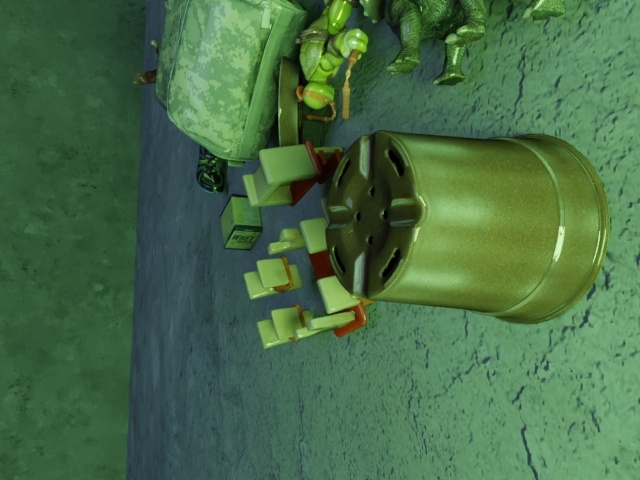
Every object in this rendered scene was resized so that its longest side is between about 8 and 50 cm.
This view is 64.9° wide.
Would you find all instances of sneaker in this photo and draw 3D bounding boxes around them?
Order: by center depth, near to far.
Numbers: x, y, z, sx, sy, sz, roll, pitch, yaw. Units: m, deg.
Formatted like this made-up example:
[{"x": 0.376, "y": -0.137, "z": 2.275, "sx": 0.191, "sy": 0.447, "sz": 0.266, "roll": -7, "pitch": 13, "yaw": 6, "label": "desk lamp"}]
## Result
[{"x": -0.269, "y": -0.196, "z": 1.238, "sx": 0.078, "sy": 0.067, "sz": 0.188, "roll": 125, "pitch": 142, "yaw": -54, "label": "sneaker"}]

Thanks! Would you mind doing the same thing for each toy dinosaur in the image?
[{"x": 0.124, "y": -0.242, "z": 0.444, "sx": 0.313, "sy": 0.121, "sz": 0.160, "roll": -22, "pitch": 74, "yaw": 63, "label": "toy dinosaur"}]

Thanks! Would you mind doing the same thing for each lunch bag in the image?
[{"x": -0.152, "y": -0.317, "z": 0.893, "sx": 0.256, "sy": 0.213, "sz": 0.305, "roll": 48, "pitch": 128, "yaw": 41, "label": "lunch bag"}]

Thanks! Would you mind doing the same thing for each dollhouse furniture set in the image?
[{"x": 0.000, "y": 0.000, "z": 0.683, "sx": 0.262, "sy": 0.135, "sz": 0.259, "roll": -40, "pitch": 63, "yaw": 54, "label": "dollhouse furniture set"}]

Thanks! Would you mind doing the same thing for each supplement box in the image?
[{"x": -0.164, "y": -0.036, "z": 1.030, "sx": 0.083, "sy": 0.056, "sz": 0.083, "roll": -51, "pitch": 44, "yaw": 48, "label": "supplement box"}]

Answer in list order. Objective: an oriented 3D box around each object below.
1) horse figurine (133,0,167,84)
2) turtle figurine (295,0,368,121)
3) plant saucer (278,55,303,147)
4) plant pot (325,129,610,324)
[{"x": -0.287, "y": -0.418, "z": 0.997, "sx": 0.174, "sy": 0.066, "sz": 0.263, "roll": 38, "pitch": 107, "yaw": 52, "label": "horse figurine"}, {"x": 0.010, "y": -0.266, "z": 0.677, "sx": 0.269, "sy": 0.087, "sz": 0.217, "roll": -158, "pitch": 83, "yaw": -81, "label": "turtle figurine"}, {"x": -0.044, "y": -0.200, "z": 0.789, "sx": 0.168, "sy": 0.029, "sz": 0.168, "roll": 2, "pitch": -90, "yaw": -88, "label": "plant saucer"}, {"x": 0.103, "y": -0.013, "z": 0.406, "sx": 0.167, "sy": 0.165, "sz": 0.166, "roll": -9, "pitch": 80, "yaw": 61, "label": "plant pot"}]
